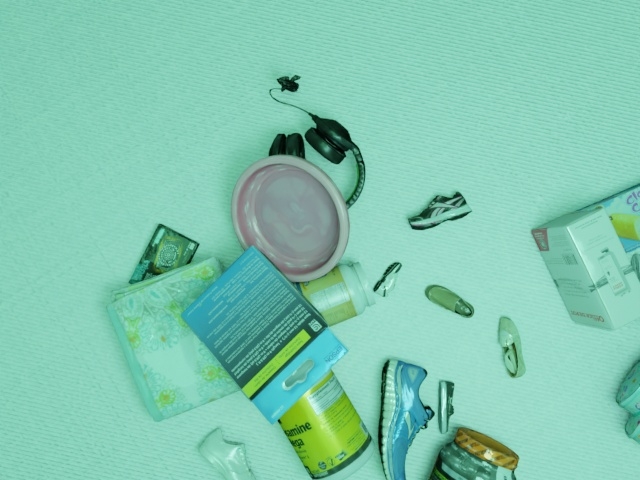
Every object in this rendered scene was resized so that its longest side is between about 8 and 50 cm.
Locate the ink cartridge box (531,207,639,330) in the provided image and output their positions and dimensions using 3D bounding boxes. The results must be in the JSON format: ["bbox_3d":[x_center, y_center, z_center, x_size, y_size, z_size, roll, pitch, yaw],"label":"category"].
[{"bbox_3d":[0.695,0.073,1.387,0.117,0.207,0.283,-25,89,-3],"label":"ink cartridge box"}]

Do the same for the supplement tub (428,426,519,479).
[{"bbox_3d":[0.368,0.673,1.363,0.207,0.207,0.338,23,89,1],"label":"supplement tub"}]

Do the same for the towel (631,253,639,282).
[{"bbox_3d":[0.960,0.166,1.419,0.284,0.034,0.209,27,47,0],"label":"towel"}]

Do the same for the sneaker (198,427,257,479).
[{"bbox_3d":[-0.223,0.597,1.436,0.212,0.080,0.094,41,76,3],"label":"sneaker"}]

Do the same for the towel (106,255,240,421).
[{"bbox_3d":[-0.358,0.259,1.424,0.320,0.090,0.375,-21,94,0],"label":"towel"}]

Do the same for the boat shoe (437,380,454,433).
[{"bbox_3d":[0.345,0.455,1.452,0.040,0.049,0.142,2,85,0],"label":"boat shoe"}]

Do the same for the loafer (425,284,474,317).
[{"bbox_3d":[0.359,0.166,1.462,0.148,0.050,0.056,25,88,1],"label":"loafer"}]

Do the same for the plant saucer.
[{"bbox_3d":[-0.072,-0.059,1.365,0.331,0.084,0.332,9,113,22],"label":"plant saucer"}]

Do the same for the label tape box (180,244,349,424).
[{"bbox_3d":[-0.130,0.222,1.288,0.249,0.115,0.348,-44,75,-3],"label":"label tape box"}]

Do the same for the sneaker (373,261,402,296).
[{"bbox_3d":[0.193,0.108,1.475,0.043,0.040,0.109,36,92,-15],"label":"sneaker"}]

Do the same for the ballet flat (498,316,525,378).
[{"bbox_3d":[0.517,0.293,1.449,0.052,0.057,0.168,-15,88,-36],"label":"ballet flat"}]

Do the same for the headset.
[{"bbox_3d":[-0.027,-0.254,1.448,0.243,0.185,0.394,-21,99,12],"label":"headset"}]

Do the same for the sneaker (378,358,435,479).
[{"bbox_3d":[0.230,0.488,1.410,0.147,0.130,0.330,5,87,3],"label":"sneaker"}]

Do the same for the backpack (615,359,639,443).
[{"bbox_3d":[0.881,0.417,1.370,0.191,0.225,0.254,27,93,23],"label":"backpack"}]

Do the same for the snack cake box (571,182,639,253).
[{"bbox_3d":[0.851,-0.063,1.453,0.264,0.089,0.152,-24,89,-1],"label":"snack cake box"}]

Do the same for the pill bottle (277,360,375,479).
[{"bbox_3d":[-0.019,0.438,1.382,0.187,0.188,0.334,-31,87,-1],"label":"pill bottle"}]

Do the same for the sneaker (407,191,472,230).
[{"bbox_3d":[0.321,-0.083,1.472,0.178,0.072,0.077,-16,76,-9],"label":"sneaker"}]

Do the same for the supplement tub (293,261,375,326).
[{"bbox_3d":[0.032,0.149,1.416,0.199,0.144,0.144,-22,88,-1],"label":"supplement tub"}]

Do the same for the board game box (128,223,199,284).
[{"bbox_3d":[-0.433,0.062,1.478,0.126,0.026,0.186,27,88,1],"label":"board game box"}]
